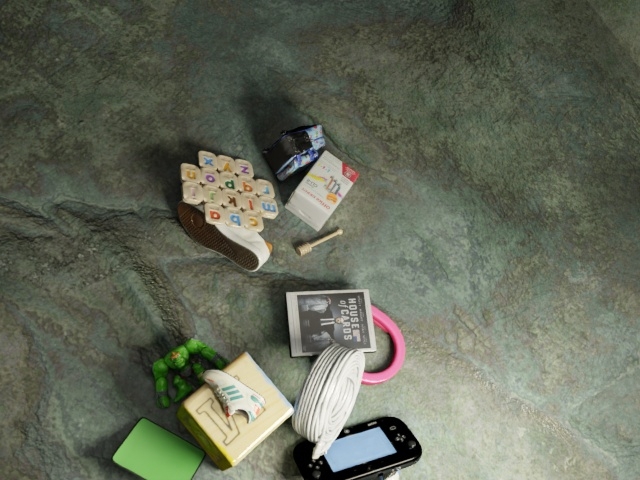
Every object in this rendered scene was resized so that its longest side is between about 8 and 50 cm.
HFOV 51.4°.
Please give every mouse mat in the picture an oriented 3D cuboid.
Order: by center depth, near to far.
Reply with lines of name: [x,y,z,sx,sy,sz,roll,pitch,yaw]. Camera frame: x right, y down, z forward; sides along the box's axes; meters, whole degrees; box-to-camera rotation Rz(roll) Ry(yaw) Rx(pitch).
mouse mat: [-0.383,0.515,1.588,0.190,0.007,0.152,28,32,2]

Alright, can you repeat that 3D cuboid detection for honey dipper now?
honey dipper: [0.000,0.000,1.954,0.161,0.030,0.030,-27,79,-27]

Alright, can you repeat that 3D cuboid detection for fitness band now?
fitness band: [0.100,0.275,1.858,0.291,0.054,0.209,34,63,0]

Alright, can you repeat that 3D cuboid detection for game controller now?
game controller: [0.094,0.543,1.702,0.320,0.067,0.166,-11,37,-19]

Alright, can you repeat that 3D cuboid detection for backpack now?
backpack: [-0.061,-0.271,1.984,0.173,0.158,0.116,-27,87,-37]

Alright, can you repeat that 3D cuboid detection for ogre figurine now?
ogre figurine: [-0.346,0.325,1.681,0.197,0.097,0.118,-33,92,8]

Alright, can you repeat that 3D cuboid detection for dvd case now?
dvd case: [0.027,0.224,1.816,0.239,0.029,0.179,-2,71,-14]

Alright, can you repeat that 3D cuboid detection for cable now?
cable: [0.025,0.388,1.686,0.089,0.256,0.257,19,29,23]

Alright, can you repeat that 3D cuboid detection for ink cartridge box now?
ink cartridge box: [0.003,-0.145,1.959,0.128,0.127,0.176,35,64,-1]

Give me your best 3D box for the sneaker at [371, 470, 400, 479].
sneaker: [0.158,0.638,1.724,0.211,0.080,0.081,-51,128,-36]

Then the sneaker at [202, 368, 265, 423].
sneaker: [-0.208,0.357,1.516,0.161,0.057,0.075,33,57,-5]

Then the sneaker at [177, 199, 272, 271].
sneaker: [-0.266,-0.027,1.862,0.290,0.105,0.123,36,35,5]

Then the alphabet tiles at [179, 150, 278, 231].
alphabet tiles: [-0.258,-0.139,1.880,0.284,0.021,0.277,10,46,-29]

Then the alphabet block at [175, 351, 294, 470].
alphabet block: [-0.213,0.421,1.627,0.197,0.192,0.193,-38,81,-27]
